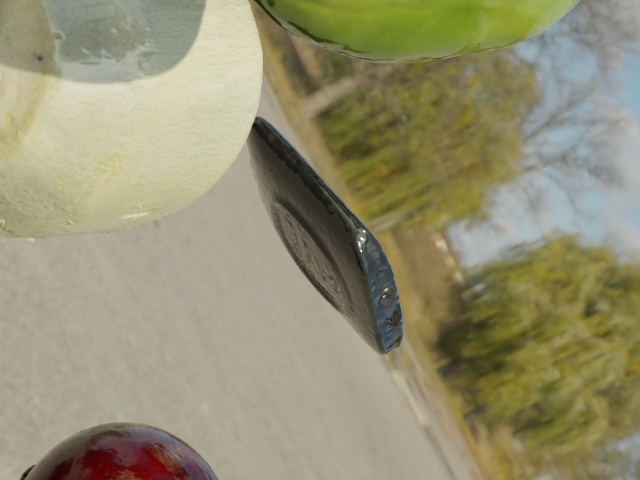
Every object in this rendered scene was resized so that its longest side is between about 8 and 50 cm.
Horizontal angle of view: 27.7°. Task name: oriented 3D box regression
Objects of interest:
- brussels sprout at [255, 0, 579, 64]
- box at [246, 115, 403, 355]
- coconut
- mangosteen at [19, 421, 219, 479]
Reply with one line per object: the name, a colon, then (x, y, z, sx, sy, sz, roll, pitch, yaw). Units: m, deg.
brussels sprout: (0.036, -0.182, 0.560, 0.223, 0.223, 0.161, 64, 7, 4)
box: (0.000, 0.000, 1.195, 0.201, 0.042, 0.212, 47, -16, 29)
coconut: (-0.172, -0.120, 0.941, 0.247, 0.245, 0.245, -4, 65, -58)
mangosteen: (-0.149, 0.277, 1.102, 0.257, 0.215, 0.215, 32, -3, 11)
